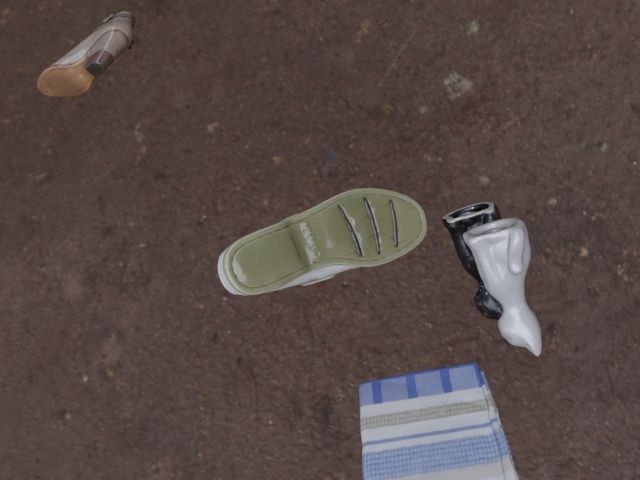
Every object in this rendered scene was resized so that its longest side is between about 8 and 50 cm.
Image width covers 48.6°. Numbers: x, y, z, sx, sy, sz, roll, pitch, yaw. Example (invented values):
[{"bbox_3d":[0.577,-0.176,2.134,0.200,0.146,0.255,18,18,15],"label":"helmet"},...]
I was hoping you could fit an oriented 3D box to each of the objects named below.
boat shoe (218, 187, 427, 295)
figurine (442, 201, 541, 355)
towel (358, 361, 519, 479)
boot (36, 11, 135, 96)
[{"bbox_3d":[0.000,0.000,0.995,0.302,0.103,0.113,-13,89,-20],"label":"boat shoe"},{"bbox_3d":[0.281,0.062,1.114,0.092,0.209,0.215,-19,14,1],"label":"figurine"},{"bbox_3d":[0.162,0.293,1.019,0.209,0.034,0.285,-11,31,5],"label":"towel"},{"bbox_3d":[-0.254,-0.207,0.782,0.118,0.042,0.087,-8,49,29],"label":"boot"}]
